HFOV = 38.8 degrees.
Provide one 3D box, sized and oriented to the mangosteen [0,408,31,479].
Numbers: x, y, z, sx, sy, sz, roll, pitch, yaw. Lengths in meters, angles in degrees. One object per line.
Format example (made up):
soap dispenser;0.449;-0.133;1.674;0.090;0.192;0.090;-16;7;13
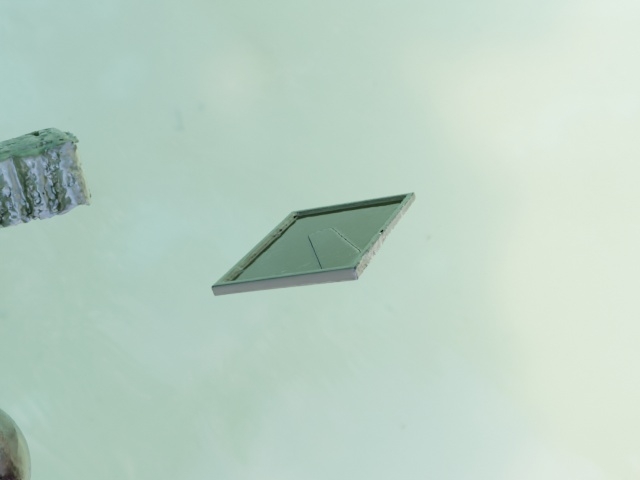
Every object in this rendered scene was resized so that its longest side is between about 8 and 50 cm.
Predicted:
mangosteen;-0.465;0.294;1.119;0.216;0.216;0.216;-19;131;-24

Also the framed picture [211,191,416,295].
framed picture;0.000;0.000;1.497;0.335;0.247;0.022;-48;126;-59

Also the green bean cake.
green bean cake;-0.494;-0.086;1.410;0.255;0.241;0.132;-15;105;-15
